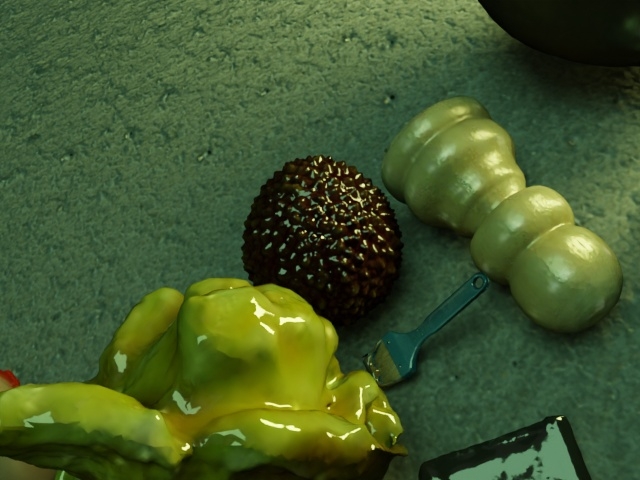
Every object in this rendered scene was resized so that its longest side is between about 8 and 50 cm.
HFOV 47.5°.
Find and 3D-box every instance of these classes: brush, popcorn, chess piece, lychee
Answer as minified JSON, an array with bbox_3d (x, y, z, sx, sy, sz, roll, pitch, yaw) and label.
[{"bbox_3d":[0.106,0.088,0.722,0.164,0.014,0.051,-46,52,23],"label":"brush"},{"bbox_3d":[-0.112,0.180,0.623,0.326,0.321,0.290,-43,14,17],"label":"popcorn"},{"bbox_3d":[0.190,-0.020,0.729,0.143,0.142,0.261,-38,58,-3],"label":"chess piece"},{"bbox_3d":[0.000,0.000,0.767,0.188,0.188,0.188,-11,56,17],"label":"lychee"}]

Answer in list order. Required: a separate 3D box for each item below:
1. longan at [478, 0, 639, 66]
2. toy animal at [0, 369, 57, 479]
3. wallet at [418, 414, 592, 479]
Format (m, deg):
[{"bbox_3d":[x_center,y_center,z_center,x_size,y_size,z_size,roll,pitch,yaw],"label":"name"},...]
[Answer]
[{"bbox_3d":[0.323,-0.325,0.770,0.350,0.288,0.288,19,68,22],"label":"longan"},{"bbox_3d":[-0.376,0.214,0.805,0.198,0.171,0.171,8,63,24],"label":"toy animal"},{"bbox_3d":[0.184,0.296,0.590,0.146,0.030,0.285,-20,55,7],"label":"wallet"}]
